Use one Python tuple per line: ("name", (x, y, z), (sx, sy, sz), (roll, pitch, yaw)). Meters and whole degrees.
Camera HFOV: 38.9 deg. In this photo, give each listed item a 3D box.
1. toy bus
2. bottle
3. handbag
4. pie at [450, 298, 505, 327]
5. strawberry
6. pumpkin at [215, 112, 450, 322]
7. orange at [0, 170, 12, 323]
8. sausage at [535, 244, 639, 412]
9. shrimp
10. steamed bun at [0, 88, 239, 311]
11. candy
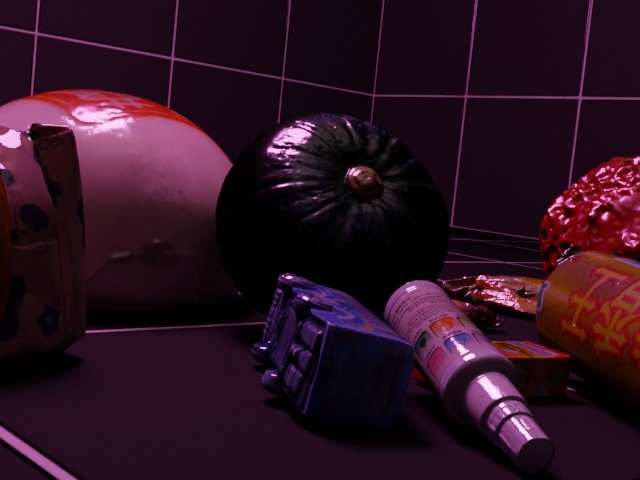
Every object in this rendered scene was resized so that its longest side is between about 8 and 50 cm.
("toy bus", (0.004, 0.084, 0.724), (0.094, 0.079, 0.236), (21, 2, -10))
("bottle", (0.104, 0.094, 0.651), (0.060, 0.060, 0.217), (4, 18, -16))
("handbag", (-0.313, -0.012, 0.730), (0.251, 0.193, 0.190), (8, 9, 36))
("pie", (0.136, 0.084, 1.101), (0.169, 0.034, 0.092), (8, 1, 22))
("strawberry", (0.405, 0.026, 1.058), (0.261, 0.261, 0.258), (5, 35, -11))
("pumpkin", (0.000, 0.000, 0.974), (0.248, 0.248, 0.248), (6, 5, 0))
("orange", (-0.266, 0.000, 0.446), (0.236, 0.236, 0.236), (6, 5, 0))
("sausage", (0.277, 0.091, 0.718), (0.117, 0.125, 0.317), (9, 7, -9))
("shrimp", (0.275, 0.079, 1.265), (0.217, 0.051, 0.115), (10, 8, 17))
("steamed bun", (-0.263, -0.053, 1.068), (0.374, 0.241, 0.374), (3, 2, 0))
("candy", (0.146, 0.109, 0.774), (0.122, 0.038, 0.062), (3, 6, -26))
